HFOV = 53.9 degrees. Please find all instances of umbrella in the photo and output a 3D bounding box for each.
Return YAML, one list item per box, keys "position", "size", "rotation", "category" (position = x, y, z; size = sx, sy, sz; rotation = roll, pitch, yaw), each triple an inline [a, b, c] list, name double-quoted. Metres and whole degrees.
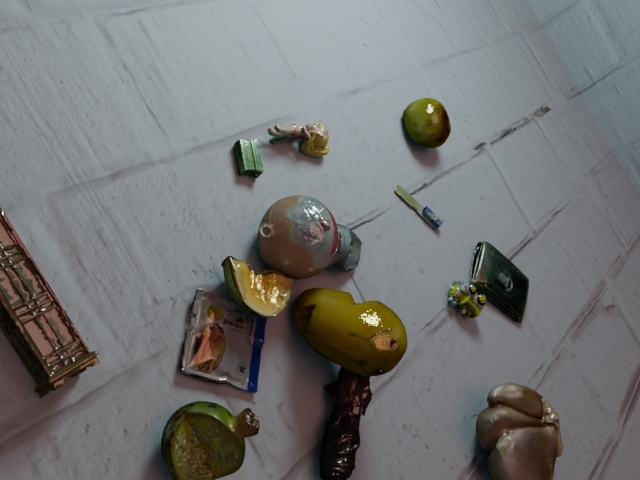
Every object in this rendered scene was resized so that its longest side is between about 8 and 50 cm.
- position: [0.062, 0.341, 1.317]
  size: [0.090, 0.094, 0.326]
  rotation: [39, 49, -30]
  category: "umbrella"

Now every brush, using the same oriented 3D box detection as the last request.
- position: [0.277, -0.093, 1.760]
  size: [0.178, 0.030, 0.033]
  rotation: [40, 58, -19]
  category: "brush"

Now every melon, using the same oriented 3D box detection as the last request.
- position: [-0.137, 0.103, 1.257]
  size: [0.160, 0.079, 0.128]
  rotation: [25, 45, -36]
  category: "melon"

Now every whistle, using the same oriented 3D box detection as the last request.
- position: [0.000, 0.000, 1.388]
  size: [0.348, 0.189, 0.189]
  rotation: [13, 61, -49]
  category: "whistle"

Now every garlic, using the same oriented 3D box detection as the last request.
- position: [0.495, 0.504, 1.584]
  size: [0.325, 0.132, 0.279]
  rotation: [10, 63, -40]
  category: "garlic"

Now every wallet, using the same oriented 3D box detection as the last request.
- position: [0.536, 0.123, 1.864]
  size: [0.236, 0.055, 0.160]
  rotation: [35, 57, -24]
  category: "wallet"

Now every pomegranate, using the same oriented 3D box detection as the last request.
- position: [-0.189, 0.334, 1.075]
  size: [0.169, 0.122, 0.143]
  rotation: [-37, 103, -10]
  category: "pomegranate"

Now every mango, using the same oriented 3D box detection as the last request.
- position: [0.056, 0.181, 1.310]
  size: [0.262, 0.130, 0.167]
  rotation: [21, 46, 20]
  category: "mango"

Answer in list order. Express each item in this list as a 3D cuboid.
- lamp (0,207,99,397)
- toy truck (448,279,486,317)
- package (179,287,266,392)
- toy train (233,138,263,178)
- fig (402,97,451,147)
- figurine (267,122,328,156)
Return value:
- position: [-0.475, 0.081, 0.981]
  size: [0.089, 0.090, 0.325]
  rotation: [-32, 91, -44]
  category: "lamp"
- position: [0.390, 0.161, 1.709]
  size: [0.111, 0.076, 0.077]
  rotation: [41, 68, -17]
  category: "toy truck"
- position: [-0.183, 0.194, 1.221]
  size: [0.173, 0.027, 0.171]
  rotation: [23, 56, -31]
  category: "package"
- position: [-0.162, -0.185, 1.419]
  size: [0.056, 0.038, 0.093]
  rotation: [-1, 70, -34]
  category: "toy train"
- position: [0.318, -0.346, 1.852]
  size: [0.136, 0.121, 0.153]
  rotation: [-32, 91, -49]
  category: "fig"
- position: [-0.048, -0.250, 1.529]
  size: [0.187, 0.083, 0.083]
  rotation: [-1, 70, -48]
  category: "figurine"
